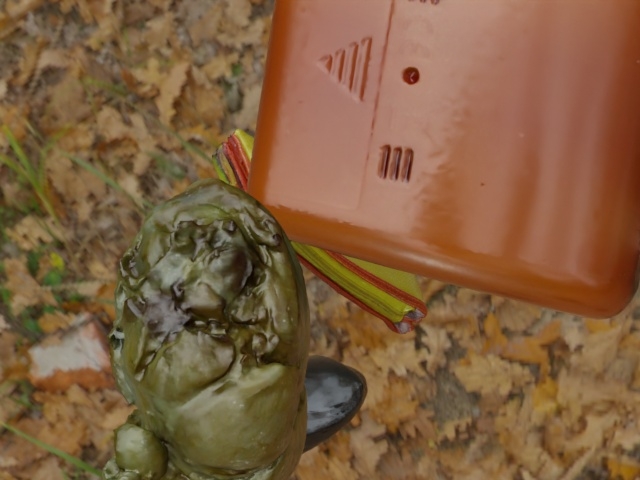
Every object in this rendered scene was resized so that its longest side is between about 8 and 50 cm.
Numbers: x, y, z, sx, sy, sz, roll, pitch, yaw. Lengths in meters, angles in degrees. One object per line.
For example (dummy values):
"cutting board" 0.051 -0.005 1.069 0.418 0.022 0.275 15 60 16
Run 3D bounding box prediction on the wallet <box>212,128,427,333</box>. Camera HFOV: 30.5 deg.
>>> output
"wallet" 0.000 0.000 1.149 0.067 0.241 0.141 -45 36 14

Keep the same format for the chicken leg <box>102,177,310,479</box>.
"chicken leg" -0.049 0.088 0.497 0.088 0.103 0.228 4 102 -9

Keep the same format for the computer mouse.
"computer mouse" -0.049 0.211 1.494 0.086 0.269 0.137 47 51 -10

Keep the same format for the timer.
"timer" 0.098 -0.097 0.747 0.250 0.161 0.257 13 98 32
